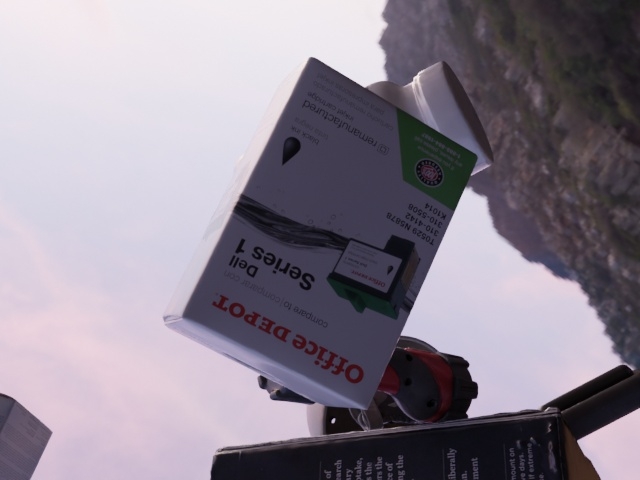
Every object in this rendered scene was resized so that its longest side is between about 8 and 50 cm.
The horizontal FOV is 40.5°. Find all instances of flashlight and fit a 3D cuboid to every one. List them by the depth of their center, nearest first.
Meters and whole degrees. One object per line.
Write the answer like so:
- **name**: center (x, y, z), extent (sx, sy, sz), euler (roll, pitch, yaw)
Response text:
- **flashlight**: center (0.063, 0.178, 1.097), extent (0.304, 0.103, 0.103), euler (12, -161, -37)

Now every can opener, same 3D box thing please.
- **can opener**: center (0.445, 0.233, 1.245), extent (0.283, 0.095, 0.076), euler (-22, -164, -17)

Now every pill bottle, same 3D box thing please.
- **pill bottle**: center (0.050, -0.089, 1.024), extent (0.162, 0.278, 0.162), euler (53, -159, -31)

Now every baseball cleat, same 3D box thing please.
- **baseball cleat**: center (0.122, 0.269, 1.354), extent (0.205, 0.072, 0.109), euler (32, -117, -1)

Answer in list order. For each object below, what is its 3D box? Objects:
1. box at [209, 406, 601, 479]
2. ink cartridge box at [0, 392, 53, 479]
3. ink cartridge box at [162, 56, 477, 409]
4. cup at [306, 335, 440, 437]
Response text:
- **box**: center (0.154, 0.469, 1.191), extent (0.480, 0.471, 0.298), euler (50, -143, -49)
- **ink cartridge box**: center (-0.568, 0.405, 1.514), extent (0.066, 0.189, 0.232), euler (16, -117, 14)
- **ink cartridge box**: center (0.000, 0.000, 0.667), extent (0.160, 0.219, 0.092), euler (28, 166, -14)
- **cup**: center (0.101, 0.359, 1.826), extent (0.331, 0.331, 0.237), euler (13, 172, -25)
